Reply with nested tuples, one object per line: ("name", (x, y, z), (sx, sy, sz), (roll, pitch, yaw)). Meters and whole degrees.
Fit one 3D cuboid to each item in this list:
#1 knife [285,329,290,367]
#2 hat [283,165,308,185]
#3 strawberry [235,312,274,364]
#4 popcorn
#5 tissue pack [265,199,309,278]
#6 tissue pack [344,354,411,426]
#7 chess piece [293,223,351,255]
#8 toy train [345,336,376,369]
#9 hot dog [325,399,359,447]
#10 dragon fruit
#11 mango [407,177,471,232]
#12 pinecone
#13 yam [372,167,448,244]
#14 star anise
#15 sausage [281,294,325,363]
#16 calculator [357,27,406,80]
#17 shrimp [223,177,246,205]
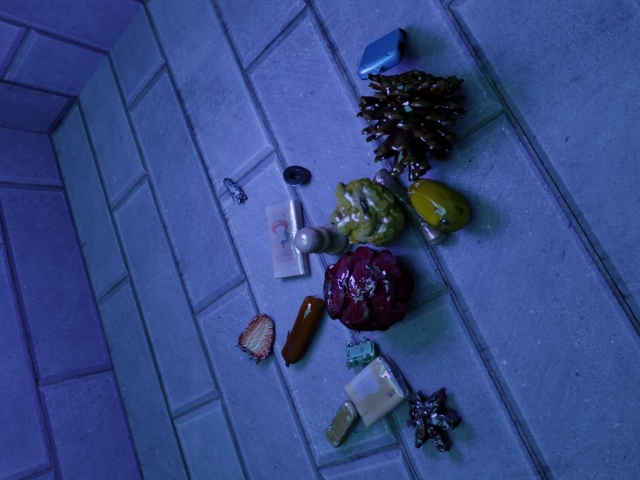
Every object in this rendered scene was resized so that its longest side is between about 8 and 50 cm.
("knife", (-0.144, 0.478, 2.055), (0.023, 0.010, 0.170), (5, 91, 30))
("hat", (-0.102, -0.272, 1.986), (0.121, 0.050, 0.121), (-5, 53, 7))
("strawberry", (-0.272, 0.443, 2.116), (0.167, 0.087, 0.208), (40, 88, 9))
("popcorn", (0.161, -0.099, 1.655), (0.286, 0.215, 0.251), (50, 132, 31))
("tissue pack", (-0.146, -0.001, 2.013), (0.170, 0.071, 0.324), (-11, 84, 34))
("tissue pack", (0.212, 0.559, 1.735), (0.222, 0.090, 0.186), (-49, 57, 28))
("chess piece", (0.000, 0.000, 1.791), (0.143, 0.261, 0.142), (3, 95, 36))
("toy train", (0.151, 0.442, 1.797), (0.149, 0.081, 0.099), (-23, 44, 23))
("hot dog", (0.094, 0.720, 1.833), (0.084, 0.073, 0.242), (41, 125, 30))
("dragon fruit", (0.162, 0.172, 1.643), (0.330, 0.329, 0.328), (0, 91, 36))
("mango", (0.392, -0.128, 1.562), (0.262, 0.167, 0.129), (47, 130, 38))
("pinecone", (0.297, -0.382, 1.549), (0.385, 0.385, 0.383), (0, 91, 36))
("yam", (0.316, -0.119, 1.669), (0.081, 0.081, 0.356), (-51, 61, 25))
("star anise", (0.385, 0.635, 1.614), (0.214, 0.099, 0.219), (-25, 76, 43))
("sausage", (-0.074, 0.381, 1.948), (0.102, 0.102, 0.330), (34, 110, 31))
("calculator", (0.223, -0.664, 1.644), (0.173, 0.051, 0.292), (-18, 36, 29))
("shrimp", (-0.422, -0.237, 2.209), (0.082, 0.076, 0.174), (-47, 65, 8))
